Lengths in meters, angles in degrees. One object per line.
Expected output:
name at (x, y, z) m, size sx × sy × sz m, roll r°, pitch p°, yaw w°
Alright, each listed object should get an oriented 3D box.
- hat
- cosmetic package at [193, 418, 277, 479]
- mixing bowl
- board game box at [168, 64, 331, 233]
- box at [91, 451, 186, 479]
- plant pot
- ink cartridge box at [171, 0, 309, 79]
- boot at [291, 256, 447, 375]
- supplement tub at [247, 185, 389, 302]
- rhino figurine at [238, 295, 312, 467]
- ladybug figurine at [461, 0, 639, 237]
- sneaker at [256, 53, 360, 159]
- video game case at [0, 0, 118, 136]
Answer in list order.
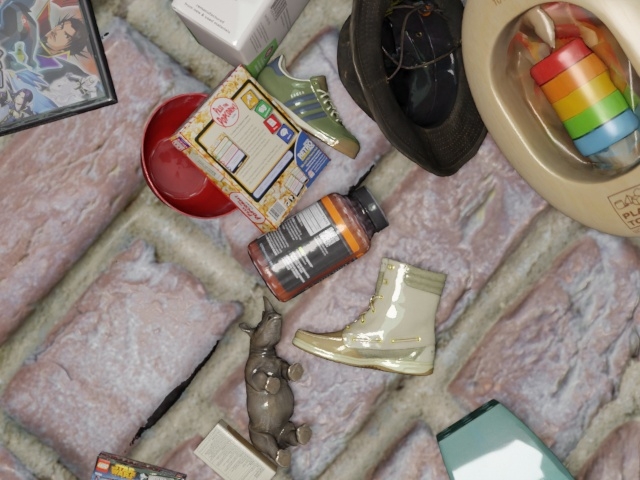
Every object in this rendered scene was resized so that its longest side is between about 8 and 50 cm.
hat at (0.108, -0.245, 1.206) m, size 0.134 × 0.331 × 0.331 m, roll -7°, pitch 89°, yaw 42°
cosmetic package at (-0.126, 0.328, 1.265) m, size 0.115 × 0.041 × 0.060 m, roll 42°, pitch 90°, yaw 2°
mixing bowl at (-0.189, -0.114, 1.231) m, size 0.181 × 0.098 × 0.181 m, roll 4°, pitch 81°, yaw -30°
board game box at (-0.097, -0.129, 1.204) m, size 0.193 × 0.045 × 0.146 m, roll 46°, pitch 64°, yaw -18°
box at (-0.281, 0.383, 1.276) m, size 0.137 × 0.027 × 0.093 m, roll 15°, pitch 91°, yaw 2°
plant pot at (0.273, 0.353, 1.198) m, size 0.165 × 0.166 × 0.234 m, roll -33°, pitch 80°, yaw 1°
ink cartridge box at (-0.073, -0.387, 1.196) m, size 0.115 × 0.198 × 0.272 m, roll 33°, pitch 90°, yaw 3°
boot at (0.073, 0.104, 1.245) m, size 0.213 × 0.077 × 0.165 m, roll 9°, pitch 90°, yaw -3°
supplement tub at (0.000, 0.000, 1.235) m, size 0.198 × 0.106 × 0.106 m, roll -31°, pitch 88°, yaw 1°
rhino figurine at (-0.074, 0.202, 1.238) m, size 0.073 × 0.106 × 0.243 m, roll -5°, pitch 87°, yaw -29°
ladybug figurine at (0.380, -0.211, 1.163) m, size 0.305 × 0.162 × 0.449 m, roll -25°, pitch 97°, yaw 45°
sneaker at (-0.010, -0.205, 1.257) m, size 0.192 × 0.064 × 0.086 m, roll 33°, pitch 95°, yaw 5°
video game case at (-0.466, -0.309, 1.290) m, size 0.248 × 0.035 × 0.274 m, roll -16°, pitch 88°, yaw 1°
